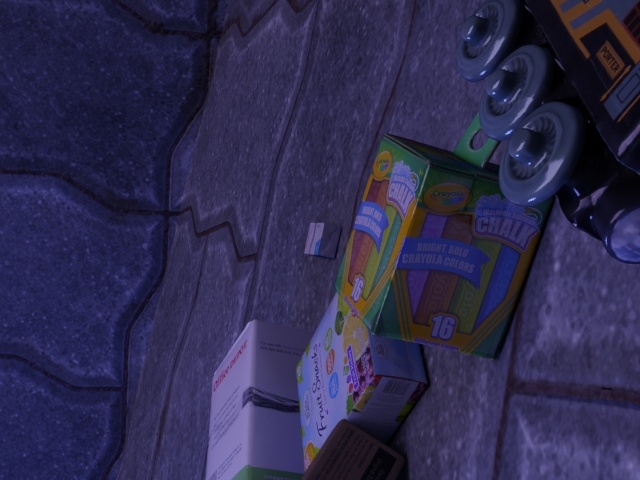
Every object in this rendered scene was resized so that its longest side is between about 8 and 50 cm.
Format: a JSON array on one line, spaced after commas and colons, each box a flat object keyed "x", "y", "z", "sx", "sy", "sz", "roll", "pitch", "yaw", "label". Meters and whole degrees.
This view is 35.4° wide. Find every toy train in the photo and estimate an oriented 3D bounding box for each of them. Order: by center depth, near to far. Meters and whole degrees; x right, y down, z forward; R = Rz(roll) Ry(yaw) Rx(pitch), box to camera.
[{"x": 0.214, "y": -0.132, "z": 0.736, "sx": 0.190, "sy": 0.142, "sz": 0.334, "roll": -52, "pitch": 26, "yaw": 29, "label": "toy train"}]

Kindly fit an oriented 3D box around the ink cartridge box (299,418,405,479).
[{"x": -0.022, "y": 0.333, "z": 1.058, "sx": 0.193, "sy": 0.088, "sz": 0.235, "roll": -51, "pitch": -8, "yaw": -50, "label": "ink cartridge box"}]

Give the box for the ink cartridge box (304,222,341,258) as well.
[{"x": 0.000, "y": 0.000, "z": 1.454, "sx": 0.083, "sy": 0.028, "sz": 0.048, "roll": -178, "pitch": 101, "yaw": -73, "label": "ink cartridge box"}]

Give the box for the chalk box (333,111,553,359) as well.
[{"x": 0.117, "y": -0.019, "z": 0.935, "sx": 0.132, "sy": 0.132, "sz": 0.213, "roll": -133, "pitch": 58, "yaw": -69, "label": "chalk box"}]

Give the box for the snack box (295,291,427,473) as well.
[{"x": 0.039, "y": 0.156, "z": 1.154, "sx": 0.174, "sy": 0.070, "sz": 0.207, "roll": -98, "pitch": 25, "yaw": -47, "label": "snack box"}]

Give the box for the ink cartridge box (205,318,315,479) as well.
[{"x": -0.076, "y": 0.274, "z": 1.349, "sx": 0.198, "sy": 0.114, "sz": 0.273, "roll": 126, "pitch": 152, "yaw": -50, "label": "ink cartridge box"}]
